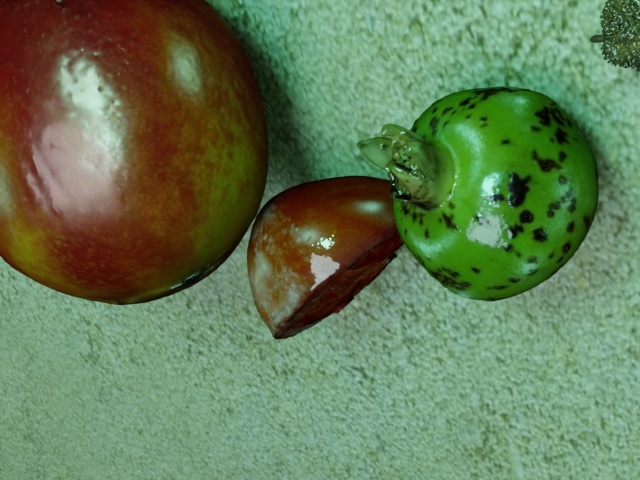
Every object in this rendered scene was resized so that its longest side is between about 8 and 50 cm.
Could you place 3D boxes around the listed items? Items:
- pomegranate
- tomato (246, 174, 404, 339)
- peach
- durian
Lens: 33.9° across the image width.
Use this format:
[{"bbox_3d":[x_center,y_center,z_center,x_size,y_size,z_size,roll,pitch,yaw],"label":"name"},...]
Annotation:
[{"bbox_3d":[0.145,-0.051,1.008,0.211,0.263,0.211,-12,75,51],"label":"pomegranate"},{"bbox_3d":[0.000,0.000,1.177,0.139,0.200,0.233,49,135,11],"label":"tomato"},{"bbox_3d":[-0.228,-0.119,1.128,0.370,0.370,0.370,18,132,22],"label":"peach"},{"bbox_3d":[0.278,-0.189,0.922,0.091,0.080,0.080,-4,120,40],"label":"durian"}]
